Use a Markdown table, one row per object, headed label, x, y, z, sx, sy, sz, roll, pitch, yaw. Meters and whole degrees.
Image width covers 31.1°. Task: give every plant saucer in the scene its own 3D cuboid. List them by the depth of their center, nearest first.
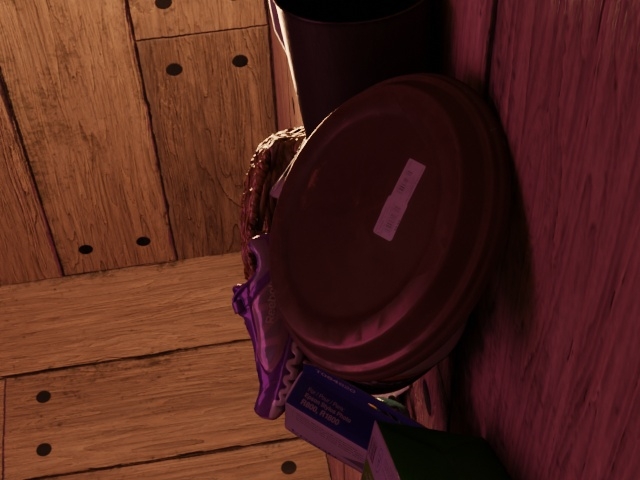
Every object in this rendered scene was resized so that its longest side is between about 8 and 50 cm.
| label | x | y | z | sx | sy | sz | roll | pitch | yaw |
| --- | --- | --- | --- | --- | --- | --- | --- | --- | --- |
| plant saucer | 0.045 | -0.018 | 0.989 | 0.278 | 0.041 | 0.278 | -23 | 57 | 42 |

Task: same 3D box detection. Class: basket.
| label | x | y | z | sx | sy | sz | roll | pitch | yaw |
| --- | --- | --- | --- | --- | --- | --- | --- | --- | --- |
| basket | 0.046 | -0.152 | 1.163 | 0.204 | 0.154 | 0.227 | -110 | 9 | -59 |
| basket | 0.000 | 0.000 | 1.512 | 0.223 | 0.213 | 0.299 | -128 | 30 | -79 |

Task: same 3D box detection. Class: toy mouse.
| label | x | y | z | sx | sy | sz | roll | pitch | yaw |
| --- | --- | --- | --- | --- | --- | --- | --- | --- | --- |
| toy mouse | 0.110 | 0.277 | 1.653 | 0.143 | 0.031 | 0.161 | -7 | 103 | 61 |

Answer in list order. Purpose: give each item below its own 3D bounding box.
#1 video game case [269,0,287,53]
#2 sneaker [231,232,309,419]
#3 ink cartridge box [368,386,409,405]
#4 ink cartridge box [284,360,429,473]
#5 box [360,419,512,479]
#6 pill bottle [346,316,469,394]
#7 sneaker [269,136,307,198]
| label | x | y | z | sx | sy | sz | roll | pitch | yaw |
| --- | --- | --- | --- | --- | --- | --- | --- | --- | --- |
| video game case | -0.028 | -0.352 | 1.797 | 0.329 | 0.036 | 0.300 | 57 | -161 | -59 |
| sneaker | -0.058 | 0.093 | 1.367 | 0.095 | 0.104 | 0.236 | -28 | -51 | -84 |
| ink cartridge box | 0.097 | 0.166 | 1.740 | 0.224 | 0.056 | 0.181 | 132 | 132 | -59 |
| ink cartridge box | 0.062 | 0.228 | 1.284 | 0.045 | 0.223 | 0.224 | -58 | -9 | -18 |
| box | 0.097 | 0.325 | 1.054 | 0.262 | 0.127 | 0.231 | -120 | 41 | -76 |
| pill bottle | 0.065 | 0.067 | 1.181 | 0.278 | 0.162 | 0.162 | 102 | 159 | -77 |
| sneaker | 0.069 | -0.105 | 1.344 | 0.226 | 0.163 | 0.086 | -57 | 4 | 5 |
